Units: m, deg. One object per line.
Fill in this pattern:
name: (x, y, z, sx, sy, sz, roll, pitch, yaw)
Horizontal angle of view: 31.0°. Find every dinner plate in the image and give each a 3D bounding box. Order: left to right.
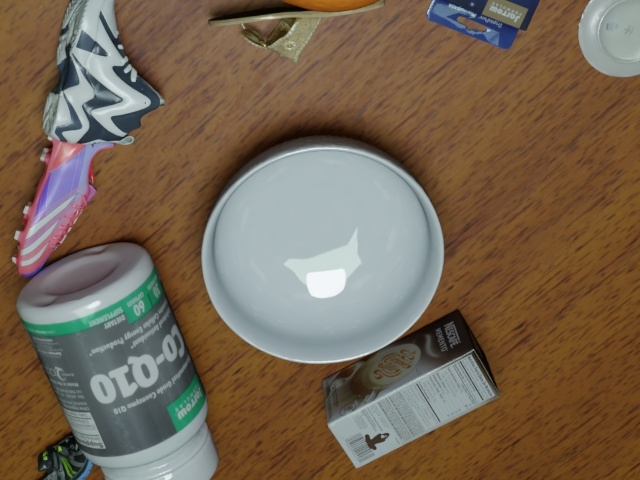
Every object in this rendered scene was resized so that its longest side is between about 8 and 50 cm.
dinner plate: (0.434, -0.296, 1.623, 0.141, 0.017, 0.141, -1, 113, -2)

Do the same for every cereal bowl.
cereal bowl: (0.000, 0.000, 1.657, 0.339, 0.141, 0.339, -2, 114, -3)

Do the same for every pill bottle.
pill bottle: (-0.286, 0.202, 1.694, 0.204, 0.204, 0.361, -17, 114, 4)

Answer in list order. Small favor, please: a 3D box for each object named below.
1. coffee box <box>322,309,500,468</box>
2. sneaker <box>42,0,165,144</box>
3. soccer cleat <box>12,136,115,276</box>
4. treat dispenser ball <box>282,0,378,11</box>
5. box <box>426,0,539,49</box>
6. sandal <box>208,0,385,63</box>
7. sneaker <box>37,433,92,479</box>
coffee box: (0.135, 0.225, 1.765, 0.246, 0.141, 0.098, -29, 112, 8)
sneaker: (-0.275, -0.237, 1.571, 0.153, 0.094, 0.235, 12, 90, -31)
soccer cleat: (-0.370, -0.050, 1.647, 0.095, 0.083, 0.248, 18, 108, -11)
treat dispenser ball: (0.012, -0.421, 1.393, 0.288, 0.288, 0.288, -1, 114, -3)
box: (0.248, -0.378, 1.565, 0.136, 0.036, 0.225, 18, 112, -11)
sandal: (-0.026, -0.280, 1.562, 0.240, 0.088, 0.079, -11, 108, -4)
sneaker: (-0.403, 0.345, 1.823, 0.078, 0.067, 0.188, 22, 113, -19)
